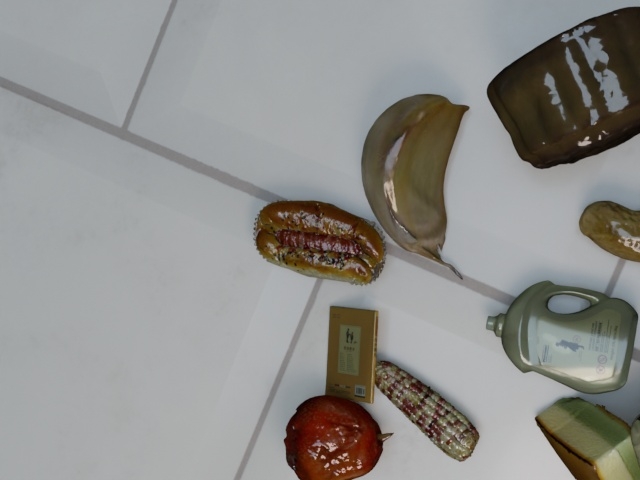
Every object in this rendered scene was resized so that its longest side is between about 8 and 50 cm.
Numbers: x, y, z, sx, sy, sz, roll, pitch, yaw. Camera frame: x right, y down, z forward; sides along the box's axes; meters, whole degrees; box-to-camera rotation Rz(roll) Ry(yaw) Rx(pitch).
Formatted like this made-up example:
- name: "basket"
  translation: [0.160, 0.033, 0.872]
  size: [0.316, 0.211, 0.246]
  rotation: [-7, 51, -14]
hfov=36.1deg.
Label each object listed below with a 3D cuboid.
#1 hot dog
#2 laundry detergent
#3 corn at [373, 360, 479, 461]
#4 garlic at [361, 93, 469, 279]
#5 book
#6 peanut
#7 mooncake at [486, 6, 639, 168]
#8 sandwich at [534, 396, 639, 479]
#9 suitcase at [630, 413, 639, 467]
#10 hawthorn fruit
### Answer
- name: "hot dog"
  translation: [0.000, 0.000, 1.855]
  size: [0.267, 0.075, 0.144]
  rotation: [14, 94, 17]
- name: "laundry detergent"
  translation: [0.420, 0.166, 1.736]
  size: [0.253, 0.091, 0.181]
  rotation: [11, 90, 15]
- name: "corn"
  translation: [0.190, 0.309, 1.800]
  size: [0.237, 0.079, 0.079]
  rotation: [38, 97, 18]
- name: "garlic"
  translation: [0.171, -0.101, 1.788]
  size: [0.196, 0.151, 0.339]
  rotation: [2, 90, 2]
- name: "book"
  translation: [0.058, 0.213, 1.839]
  size: [0.118, 0.012, 0.172]
  rotation: [3, 89, 43]
- name: "peanut"
  translation: [0.564, -0.012, 1.706]
  size: [0.225, 0.095, 0.108]
  rotation: [15, 76, 18]
- name: "mooncake"
  translation: [0.450, -0.241, 1.621]
  size: [0.323, 0.324, 0.187]
  rotation: [-22, 85, 12]
- name: "sandwich"
  translation: [0.486, 0.383, 1.687]
  size: [0.108, 0.220, 0.186]
  rotation: [-34, 107, -6]
- name: "suitcase"
  translation: [0.665, 0.319, 1.546]
  size: [0.194, 0.351, 0.339]
  rotation: [-28, 77, 57]
- name: "hawthorn fruit"
  translation: [0.021, 0.371, 1.798]
  size: [0.179, 0.173, 0.174]
  rotation: [28, 95, 13]
